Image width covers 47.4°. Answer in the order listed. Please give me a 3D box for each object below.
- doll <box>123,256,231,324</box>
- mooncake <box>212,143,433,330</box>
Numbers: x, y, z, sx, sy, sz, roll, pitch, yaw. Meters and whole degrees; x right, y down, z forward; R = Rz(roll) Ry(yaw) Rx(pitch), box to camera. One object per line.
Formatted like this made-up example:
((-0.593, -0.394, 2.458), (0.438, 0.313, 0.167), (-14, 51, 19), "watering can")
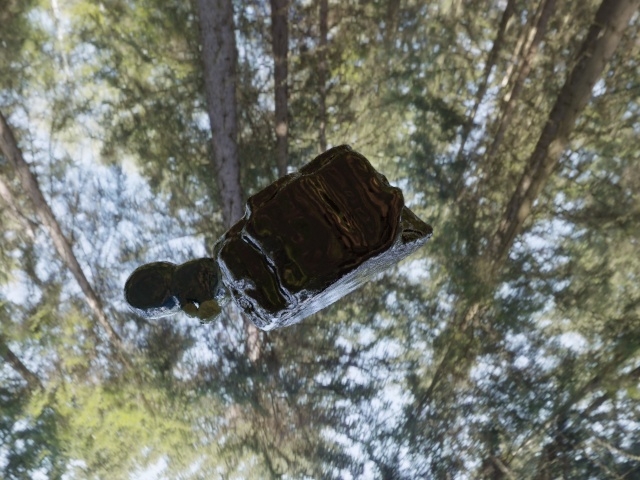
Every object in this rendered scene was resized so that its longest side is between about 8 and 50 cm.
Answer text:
((-0.117, 0.040, 0.600), (0.083, 0.076, 0.051), (-5, -83, 6), "doll")
((0.000, 0.000, 1.232), (0.350, 0.381, 0.212), (-37, -100, -1), "mooncake")
